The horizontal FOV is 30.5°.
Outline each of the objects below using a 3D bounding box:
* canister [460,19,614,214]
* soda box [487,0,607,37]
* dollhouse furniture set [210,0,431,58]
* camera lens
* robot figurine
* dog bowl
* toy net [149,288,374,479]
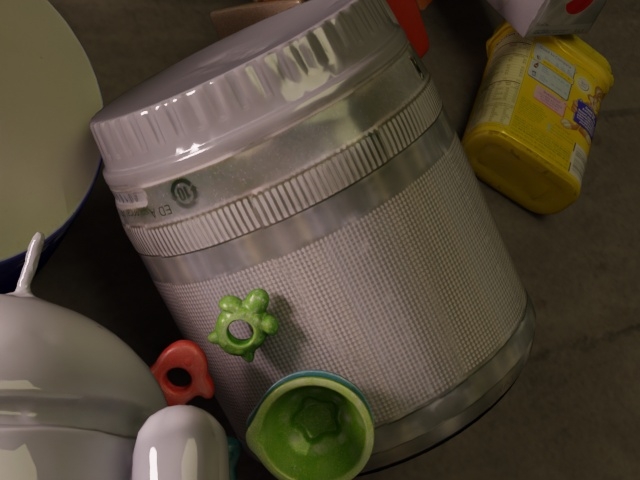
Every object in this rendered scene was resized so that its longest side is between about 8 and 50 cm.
[{"bbox_3d":[0.204,-0.122,1.115,0.126,0.073,0.170,32,52,-13],"label":"canister"},{"bbox_3d":[0.162,-0.319,1.140,0.098,0.091,0.286,-11,52,-38],"label":"soda box"},{"bbox_3d":[0.032,-0.252,0.967,0.262,0.135,0.259,-51,129,-38],"label":"dollhouse furniture set"},{"bbox_3d":[0.000,0.000,0.772,0.219,0.219,0.274,-41,112,-41],"label":"camera lens"},{"bbox_3d":[-0.163,0.176,0.570,0.200,0.300,0.353,32,42,-55],"label":"robot figurine"},{"bbox_3d":[-0.277,-0.073,0.754,0.265,0.104,0.265,16,56,-25],"label":"dog bowl"},{"bbox_3d":[-0.078,0.142,0.681,0.122,0.232,0.045,41,13,-9],"label":"toy net"}]
